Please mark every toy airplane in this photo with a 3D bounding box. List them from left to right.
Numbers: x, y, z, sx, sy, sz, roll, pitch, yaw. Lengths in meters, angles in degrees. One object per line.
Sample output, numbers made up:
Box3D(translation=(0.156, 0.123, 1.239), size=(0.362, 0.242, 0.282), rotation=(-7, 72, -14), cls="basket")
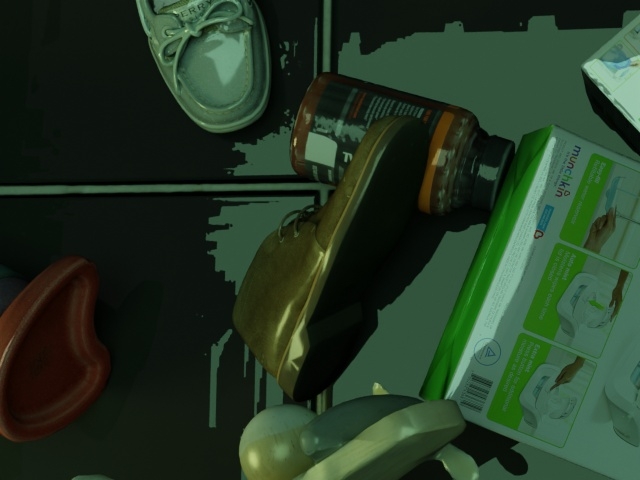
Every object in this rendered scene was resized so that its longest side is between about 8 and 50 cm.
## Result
Box3D(translation=(-0.050, 0.256, 1.374), size=(0.386, 0.384, 0.272), rotation=(-8, 52, 7), cls="toy airplane")

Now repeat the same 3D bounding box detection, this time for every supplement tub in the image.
Box3D(translation=(0.078, -0.085, 1.507), size=(0.198, 0.106, 0.106), rotation=(17, 87, 14), cls="supplement tub")

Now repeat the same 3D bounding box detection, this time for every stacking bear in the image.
Box3D(translation=(-0.371, 0.073, 1.563), size=(0.289, 0.164, 0.175), rotation=(19, 132, 25), cls="stacking bear")

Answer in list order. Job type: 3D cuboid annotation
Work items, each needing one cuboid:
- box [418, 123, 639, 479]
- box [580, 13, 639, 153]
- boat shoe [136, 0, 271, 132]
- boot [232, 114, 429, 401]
Box3D(translation=(0.246, 0.064, 1.409), size=(0.231, 0.127, 0.262), rotation=(21, 88, -6), cls="box")
Box3D(translation=(0.345, -0.176, 1.454), size=(0.203, 0.114, 0.103), rotation=(-41, 77, 4), cls="box")
Box3D(translation=(-0.133, -0.260, 1.575), size=(0.118, 0.103, 0.320), rotation=(-15, 80, 10), cls="boat shoe")
Box3D(translation=(0.000, 0.000, 1.470), size=(0.115, 0.112, 0.305), rotation=(41, 124, 26), cls="boot")
